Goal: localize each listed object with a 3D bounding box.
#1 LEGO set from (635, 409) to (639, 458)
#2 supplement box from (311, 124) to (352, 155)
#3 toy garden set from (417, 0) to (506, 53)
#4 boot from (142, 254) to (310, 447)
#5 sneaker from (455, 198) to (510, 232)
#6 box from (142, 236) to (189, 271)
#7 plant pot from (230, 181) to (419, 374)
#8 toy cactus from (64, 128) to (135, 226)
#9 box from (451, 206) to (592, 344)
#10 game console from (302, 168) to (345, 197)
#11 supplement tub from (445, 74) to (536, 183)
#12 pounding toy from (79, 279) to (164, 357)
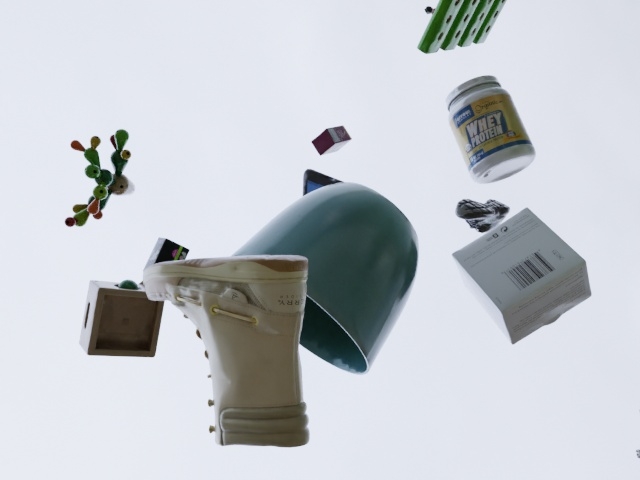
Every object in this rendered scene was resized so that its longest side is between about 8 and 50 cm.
[{"bbox_3d":[0.788,0.412,1.392,0.093,0.227,0.087,26,-141,-5],"label":"LEGO set"},{"bbox_3d":[0.027,-0.235,1.443,0.083,0.055,0.043,-26,-97,-54],"label":"supplement box"},{"bbox_3d":[0.238,-0.397,0.937,0.049,0.204,0.244,37,-145,18],"label":"toy garden set"},{"bbox_3d":[-0.112,0.121,0.693,0.095,0.262,0.203,-2,-92,-49],"label":"boot"},{"bbox_3d":[0.521,-0.071,1.991,0.267,0.106,0.101,-1,-151,-43],"label":"sneaker"},{"bbox_3d":[-0.333,0.043,1.330,0.062,0.052,0.083,29,-102,-31],"label":"box"},{"bbox_3d":[0.030,0.044,1.049,0.293,0.293,0.235,45,-112,-10],"label":"plant pot"},{"bbox_3d":[-0.446,-0.123,1.268,0.112,0.180,0.219,16,-93,9],"label":"toy cactus"},{"bbox_3d":[0.382,0.065,1.175,0.119,0.181,0.182,58,180,-43],"label":"box"},{"bbox_3d":[0.000,0.000,1.542,0.173,0.293,0.250,8,-154,13],"label":"game console"},{"bbox_3d":[0.362,-0.238,1.331,0.144,0.144,0.199,-6,-111,-36],"label":"supplement tub"},{"bbox_3d":[-0.326,0.115,1.040,0.130,0.100,0.141,9,-88,-33],"label":"pounding toy"}]
